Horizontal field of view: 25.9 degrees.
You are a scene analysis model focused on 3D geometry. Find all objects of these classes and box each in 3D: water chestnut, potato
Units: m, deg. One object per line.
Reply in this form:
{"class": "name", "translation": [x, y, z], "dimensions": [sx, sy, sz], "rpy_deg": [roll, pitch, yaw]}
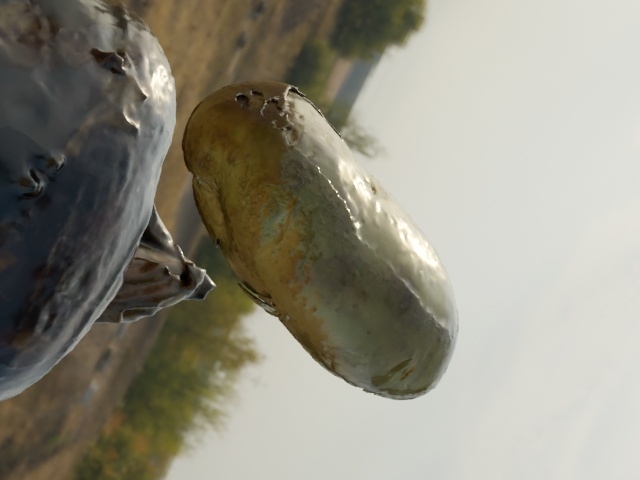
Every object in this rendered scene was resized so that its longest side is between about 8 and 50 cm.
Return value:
{"class": "water chestnut", "translation": [-0.226, -0.031, 0.985], "dimensions": [0.335, 0.347, 0.335], "rpy_deg": [-28, -131, 37]}
{"class": "potato", "translation": [0.000, 0.000, 0.637], "dimensions": [0.080, 0.170, 0.107], "rpy_deg": [-34, -155, 23]}
